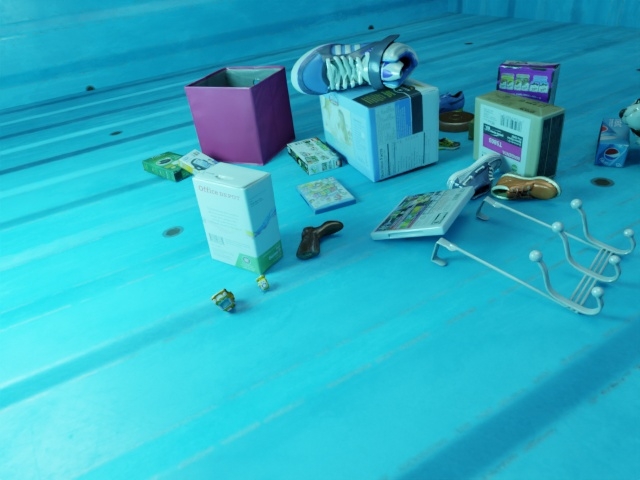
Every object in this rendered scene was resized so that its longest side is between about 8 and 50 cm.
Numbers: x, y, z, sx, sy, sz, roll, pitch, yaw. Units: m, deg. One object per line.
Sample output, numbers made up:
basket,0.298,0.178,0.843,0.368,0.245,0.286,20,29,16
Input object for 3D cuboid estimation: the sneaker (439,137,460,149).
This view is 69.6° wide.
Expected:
sneaker,0.400,-0.308,1.454,0.083,0.035,0.031,-2,34,8

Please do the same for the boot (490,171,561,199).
boot,0.504,-0.121,1.137,0.085,0.059,0.158,-33,33,-30

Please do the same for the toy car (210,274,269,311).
toy car,-0.155,0.105,0.919,0.122,0.060,0.040,-28,70,-18

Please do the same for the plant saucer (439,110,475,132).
plant saucer,0.477,-0.424,1.626,0.169,0.029,0.168,-5,34,4

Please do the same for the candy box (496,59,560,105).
candy box,0.618,-0.416,1.397,0.159,0.233,0.071,21,42,34

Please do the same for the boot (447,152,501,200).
boot,0.431,-0.165,1.214,0.190,0.069,0.086,-31,46,-19

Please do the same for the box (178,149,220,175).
box,-0.386,-0.243,1.469,0.136,0.028,0.081,31,45,9

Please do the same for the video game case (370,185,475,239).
video game case,0.240,-0.064,1.074,0.183,0.023,0.201,-5,28,41

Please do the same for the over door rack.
over door rack,0.420,-0.002,0.920,0.324,0.108,0.239,22,42,37

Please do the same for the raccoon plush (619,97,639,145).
raccoon plush,0.977,-0.236,1.139,0.446,0.216,0.299,30,37,1

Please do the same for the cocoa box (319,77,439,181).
cocoa box,0.169,-0.367,1.410,0.228,0.231,0.347,-20,35,-15

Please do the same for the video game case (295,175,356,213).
video game case,0.011,-0.129,1.276,0.119,0.015,0.166,-16,34,-14

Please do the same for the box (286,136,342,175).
box,-0.023,-0.276,1.488,0.114,0.036,0.207,-17,34,-15

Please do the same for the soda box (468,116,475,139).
soda box,0.554,-0.392,1.529,0.058,0.061,0.181,18,41,34

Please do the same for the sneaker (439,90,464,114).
sneaker,0.438,-0.508,1.714,0.209,0.082,0.069,-15,36,-9

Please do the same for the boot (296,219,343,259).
boot,0.000,0.000,1.060,0.106,0.037,0.114,-14,28,14

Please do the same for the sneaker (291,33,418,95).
sneaker,0.108,-0.469,1.251,0.323,0.130,0.236,-22,31,-23

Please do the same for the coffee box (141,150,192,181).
coffee box,-0.496,-0.249,1.533,0.184,0.040,0.113,20,40,34

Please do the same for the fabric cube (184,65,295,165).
fabric cube,-0.260,-0.432,1.571,0.254,0.258,0.259,7,36,22

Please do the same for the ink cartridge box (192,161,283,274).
ink cartridge box,-0.178,-0.050,1.011,0.154,0.212,0.093,15,39,31

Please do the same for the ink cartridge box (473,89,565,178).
ink cartridge box,0.526,-0.283,1.248,0.088,0.193,0.234,-22,35,-17

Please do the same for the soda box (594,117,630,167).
soda box,0.829,-0.282,1.304,0.071,0.067,0.210,12,37,27
